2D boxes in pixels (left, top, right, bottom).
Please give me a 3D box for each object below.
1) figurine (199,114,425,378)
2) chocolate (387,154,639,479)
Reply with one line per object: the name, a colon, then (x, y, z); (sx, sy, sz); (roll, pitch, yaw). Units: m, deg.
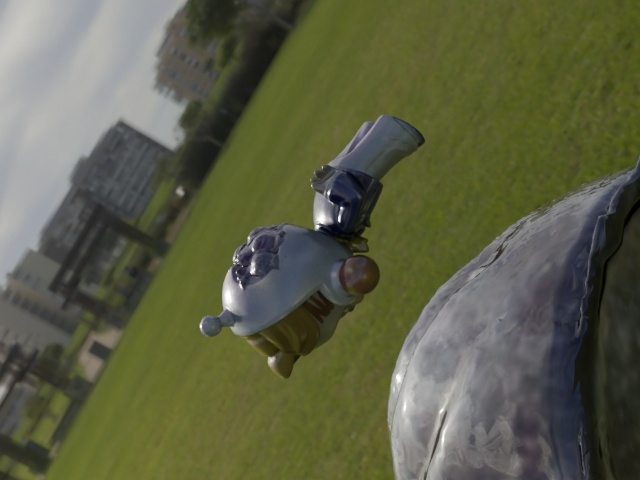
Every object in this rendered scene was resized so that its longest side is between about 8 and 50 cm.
figurine: (0.006, -0.003, 1.078); (0.274, 0.133, 0.194); (-53, 18, 9)
chocolate: (0.160, 0.106, 0.652); (0.213, 0.303, 0.303); (-13, 42, 46)
